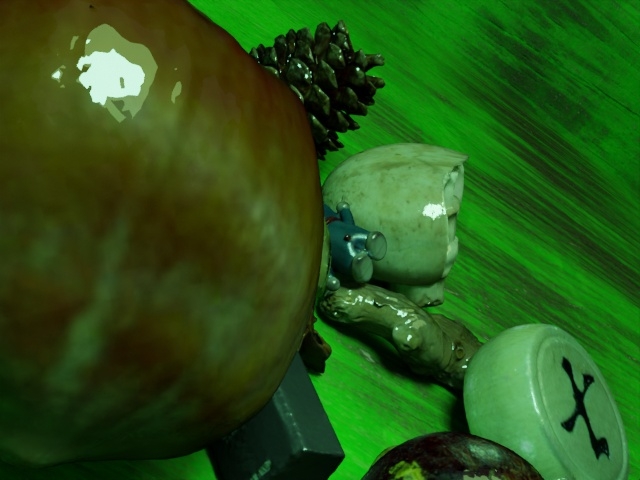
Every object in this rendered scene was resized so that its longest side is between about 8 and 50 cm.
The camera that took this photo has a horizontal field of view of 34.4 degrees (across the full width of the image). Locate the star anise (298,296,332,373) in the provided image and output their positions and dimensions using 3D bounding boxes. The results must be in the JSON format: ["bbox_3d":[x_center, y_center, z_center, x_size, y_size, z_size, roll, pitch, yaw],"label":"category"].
[{"bbox_3d":[-0.062,0.067,1.047,0.144,0.158,0.140,14,2,24],"label":"star anise"}]

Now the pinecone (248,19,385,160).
[{"bbox_3d":[-0.020,-0.208,1.421,0.184,0.204,0.179,40,4,-5],"label":"pinecone"}]

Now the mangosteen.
[{"bbox_3d":[0.100,0.248,0.864,0.192,0.192,0.217,35,-7,-14],"label":"mangosteen"}]

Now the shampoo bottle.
[{"bbox_3d":[-0.076,0.096,0.929,0.071,0.098,0.309,15,34,-37],"label":"shampoo bottle"}]

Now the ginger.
[{"bbox_3d":[0.129,0.114,1.226,0.290,0.084,0.122,26,34,-29],"label":"ginger"}]

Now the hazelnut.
[{"bbox_3d":[-0.166,-0.023,0.737,0.366,0.366,0.365,33,25,-17],"label":"hazelnut"}]

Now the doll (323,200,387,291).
[{"bbox_3d":[0.000,0.000,1.198,0.152,0.114,0.085,17,-28,31],"label":"doll"}]

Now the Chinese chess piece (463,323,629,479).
[{"bbox_3d":[0.260,0.209,1.169,0.238,0.092,0.237,35,41,-37],"label":"Chinese chess piece"}]

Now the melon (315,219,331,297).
[{"bbox_3d":[-0.043,-0.003,1.123,0.160,0.079,0.128,29,-19,16],"label":"melon"}]

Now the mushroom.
[{"bbox_3d":[0.088,-0.023,1.325,0.189,0.195,0.253,11,23,14],"label":"mushroom"}]
